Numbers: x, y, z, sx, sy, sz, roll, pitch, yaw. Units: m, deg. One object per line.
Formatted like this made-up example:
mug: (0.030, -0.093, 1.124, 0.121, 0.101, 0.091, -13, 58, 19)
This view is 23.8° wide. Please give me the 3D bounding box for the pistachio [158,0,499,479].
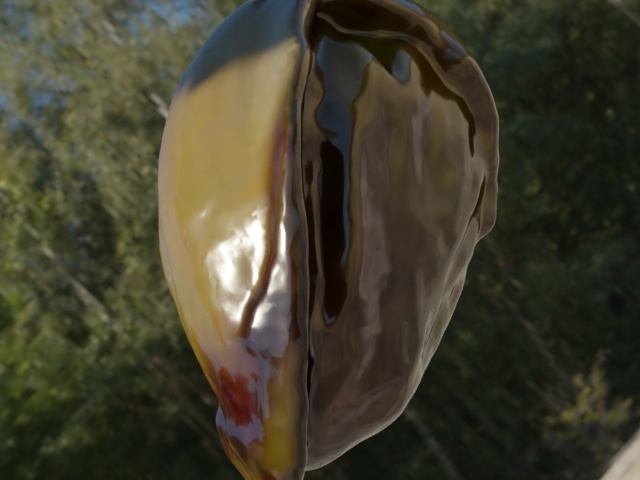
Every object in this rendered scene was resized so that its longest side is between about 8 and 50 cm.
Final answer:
pistachio: (0.000, 0.000, 0.588, 0.165, 0.130, 0.210, 33, -113, -83)
